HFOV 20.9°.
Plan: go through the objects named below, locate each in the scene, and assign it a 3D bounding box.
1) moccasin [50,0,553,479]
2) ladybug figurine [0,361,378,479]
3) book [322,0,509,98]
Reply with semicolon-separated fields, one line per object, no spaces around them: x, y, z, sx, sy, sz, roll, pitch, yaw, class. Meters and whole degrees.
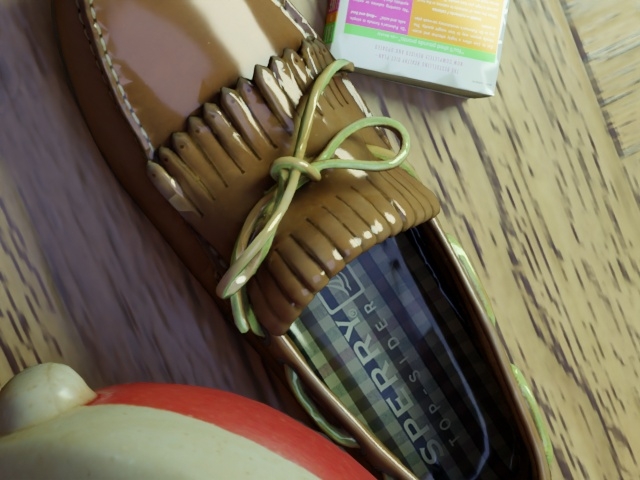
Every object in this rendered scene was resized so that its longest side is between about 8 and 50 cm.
-0.003;0.002;0.868;0.139;0.147;0.380;-31;102;-17;moccasin
-0.021;0.237;0.780;0.162;0.305;0.449;-51;126;-53;ladybug figurine
0.058;-0.158;0.947;0.096;0.035;0.144;11;88;-17;book
